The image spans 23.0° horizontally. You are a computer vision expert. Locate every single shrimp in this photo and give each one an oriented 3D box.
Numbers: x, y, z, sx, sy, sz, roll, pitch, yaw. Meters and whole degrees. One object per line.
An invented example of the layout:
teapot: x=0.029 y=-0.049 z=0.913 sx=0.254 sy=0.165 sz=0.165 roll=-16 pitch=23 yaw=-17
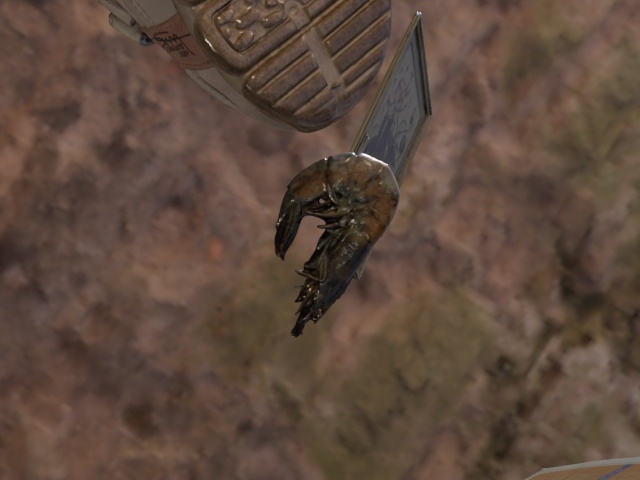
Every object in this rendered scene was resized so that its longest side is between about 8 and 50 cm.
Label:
shrimp: x=0.000 y=0.000 z=1.278 sx=0.161 sy=0.091 sz=0.034 roll=-63 pitch=12 yaw=12

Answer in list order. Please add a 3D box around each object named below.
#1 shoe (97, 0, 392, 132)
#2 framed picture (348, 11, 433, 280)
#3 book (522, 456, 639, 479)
shoe: x=-0.094 y=-0.224 z=1.193 sx=0.172 sy=0.351 sz=0.198 roll=-29 pitch=-5 yaw=-28
framed picture: x=0.067 y=-0.096 z=1.612 sx=0.173 sy=0.010 sz=0.231 roll=76 pitch=-146 yaw=-56
book: x=0.128 y=0.178 z=0.978 sx=0.170 sy=0.018 sz=0.242 roll=-24 pitch=-2 yaw=-21
